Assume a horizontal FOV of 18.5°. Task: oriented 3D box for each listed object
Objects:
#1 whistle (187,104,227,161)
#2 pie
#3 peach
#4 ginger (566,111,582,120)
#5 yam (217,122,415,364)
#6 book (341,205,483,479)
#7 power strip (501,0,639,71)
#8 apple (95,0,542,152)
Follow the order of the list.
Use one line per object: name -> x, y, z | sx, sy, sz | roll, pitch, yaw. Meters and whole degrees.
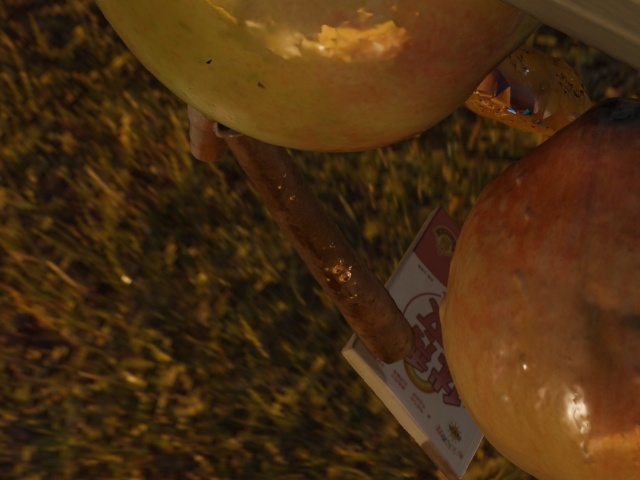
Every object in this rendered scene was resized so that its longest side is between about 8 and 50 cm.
whistle -> -0.104, -0.142, 1.840 | 0.057, 0.220, 0.107 | -17, 66, -13
pie -> 0.090, -0.150, 1.581 | 0.273, 0.273, 0.069 | 20, 96, 7
peach -> 0.165, 0.028, 1.031 | 0.232, 0.232, 0.232 | -1, 82, 5
ginger -> 0.266, -0.010, 1.435 | 0.133, 0.059, 0.214 | -14, 106, 15
yam -> 0.000, 0.000, 1.516 | 0.045, 0.327, 0.045 | -17, 52, 14
book -> 0.116, 0.091, 1.811 | 0.022, 0.232, 0.162 | -30, 107, 39
power strip -> 0.172, -0.151, 0.586 | 0.261, 0.141, 0.229 | 29, 84, 11
apple -> -0.001, -0.214, 1.116 | 0.277, 0.319, 0.319 | 36, 86, -14
